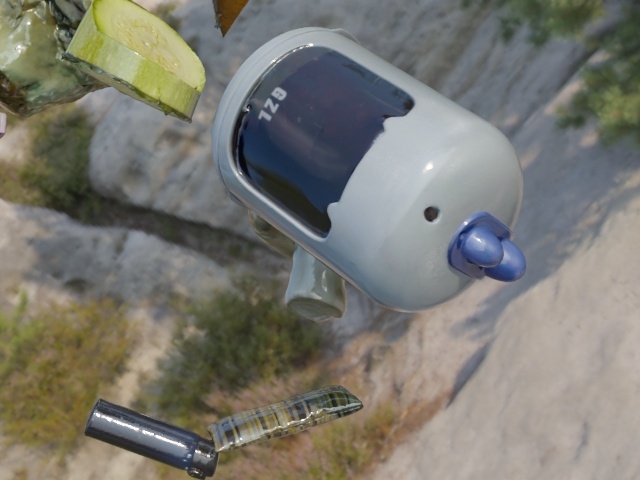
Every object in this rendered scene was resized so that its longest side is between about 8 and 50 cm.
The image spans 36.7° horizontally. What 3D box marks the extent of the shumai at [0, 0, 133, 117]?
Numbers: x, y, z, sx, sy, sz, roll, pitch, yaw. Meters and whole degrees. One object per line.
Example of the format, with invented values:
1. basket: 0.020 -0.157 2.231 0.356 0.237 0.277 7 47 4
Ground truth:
1. shumai: -0.497 -0.389 1.782 0.323 0.324 0.397 -37 7 -1

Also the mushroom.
1. mushroom: 0.000 0.000 1.403 0.243 0.243 0.243 -47 17 19

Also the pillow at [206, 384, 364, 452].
1. pillow: -0.052 0.237 1.303 0.203 0.038 0.113 -16 7 -12

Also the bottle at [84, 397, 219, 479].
1. bottle: -0.299 0.360 1.737 0.072 0.244 0.082 113 175 -56

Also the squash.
1. squash: -0.261 -0.266 1.432 0.133 0.220 0.220 -57 16 6

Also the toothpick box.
1. toothpick box: 0.075 -0.065 1.086 0.355 0.263 0.263 38 90 37

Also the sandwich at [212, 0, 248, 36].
1. sandwich: -0.161 -0.490 1.674 0.096 0.258 0.094 -8 33 3

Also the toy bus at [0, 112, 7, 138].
1. toy bus: -0.495 -0.164 1.308 0.052 0.131 0.037 -16 70 52
